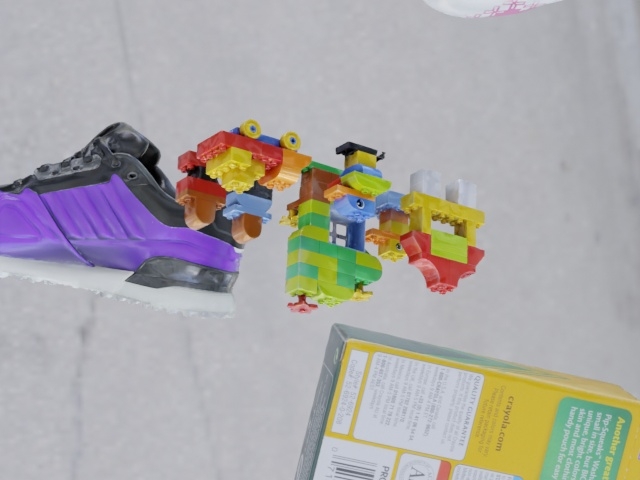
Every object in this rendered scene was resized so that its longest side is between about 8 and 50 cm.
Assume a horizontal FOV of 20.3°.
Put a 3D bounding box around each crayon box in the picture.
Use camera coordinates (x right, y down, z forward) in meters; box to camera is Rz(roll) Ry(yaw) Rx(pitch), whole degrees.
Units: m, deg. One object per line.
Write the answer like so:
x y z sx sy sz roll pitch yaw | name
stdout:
0.145 0.208 1.554 0.083 0.323 0.203 -135 -122 -79 | crayon box

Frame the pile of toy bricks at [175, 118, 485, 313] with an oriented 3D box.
0.000 0.000 1.205 0.212 0.118 0.105 15 66 -31 | pile of toy bricks

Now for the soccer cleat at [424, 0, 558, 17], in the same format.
0.230 -0.256 1.384 0.143 0.331 0.116 -92 164 -78 | soccer cleat

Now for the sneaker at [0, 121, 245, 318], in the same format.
-0.199 -0.033 1.505 0.102 0.293 0.146 -35 138 -83 | sneaker
